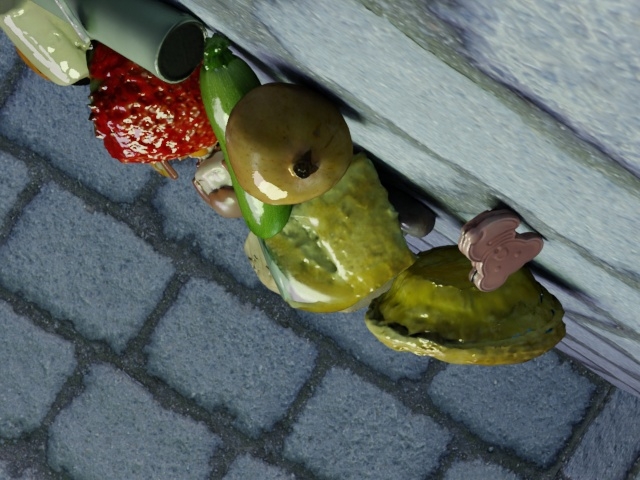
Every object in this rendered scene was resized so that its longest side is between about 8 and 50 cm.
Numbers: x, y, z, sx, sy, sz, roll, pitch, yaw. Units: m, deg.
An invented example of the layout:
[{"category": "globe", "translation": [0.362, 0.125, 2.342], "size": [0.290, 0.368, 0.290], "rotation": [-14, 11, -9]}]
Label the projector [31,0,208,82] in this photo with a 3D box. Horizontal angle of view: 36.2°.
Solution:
[{"category": "projector", "translation": [-0.329, -0.362, 1.533], "size": [0.337, 0.108, 0.108], "rotation": [33, 179, 26]}]

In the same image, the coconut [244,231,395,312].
[{"category": "coconut", "translation": [0.000, 0.000, 2.269], "size": [0.352, 0.352, 0.352], "rotation": [33, 179, 1]}]

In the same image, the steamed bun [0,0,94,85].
[{"category": "steamed bun", "translation": [-0.471, -0.414, 1.761], "size": [0.225, 0.200, 0.170], "rotation": [52, 173, -36]}]

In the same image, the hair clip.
[{"category": "hair clip", "translation": [0.256, 0.008, 1.428], "size": [0.102, 0.123, 0.138], "rotation": [53, -174, 8]}]

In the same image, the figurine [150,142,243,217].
[{"category": "figurine", "translation": [-0.230, -0.203, 2.093], "size": [0.388, 0.248, 0.277], "rotation": [46, 142, -22]}]

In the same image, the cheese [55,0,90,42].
[{"category": "cheese", "translation": [-0.420, -0.403, 1.449], "size": [0.255, 0.050, 0.127], "rotation": [59, 169, -27]}]

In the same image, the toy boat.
[{"category": "toy boat", "translation": [0.156, -0.056, 2.075], "size": [0.155, 0.085, 0.227], "rotation": [34, 179, -22]}]

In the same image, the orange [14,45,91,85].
[{"category": "orange", "translation": [-0.510, -0.413, 1.976], "size": [0.234, 0.182, 0.234], "rotation": [26, -154, -14]}]

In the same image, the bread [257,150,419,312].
[{"category": "bread", "translation": [0.002, -0.014, 1.893], "size": [0.239, 0.264, 0.395], "rotation": [59, 175, -11]}]

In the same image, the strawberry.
[{"category": "strawberry", "translation": [-0.266, -0.253, 1.702], "size": [0.277, 0.257, 0.257], "rotation": [-2, -178, -4]}]

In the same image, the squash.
[{"category": "squash", "translation": [-0.113, -0.157, 1.592], "size": [0.107, 0.107, 0.395], "rotation": [32, 149, 41]}]

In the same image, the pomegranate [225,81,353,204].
[{"category": "pomegranate", "translation": [-0.045, -0.143, 1.444], "size": [0.191, 0.191, 0.191], "rotation": [33, 179, 1]}]

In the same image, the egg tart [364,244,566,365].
[{"category": "egg tart", "translation": [0.272, 0.111, 1.847], "size": [0.388, 0.169, 0.388], "rotation": [-2, -164, 1]}]
